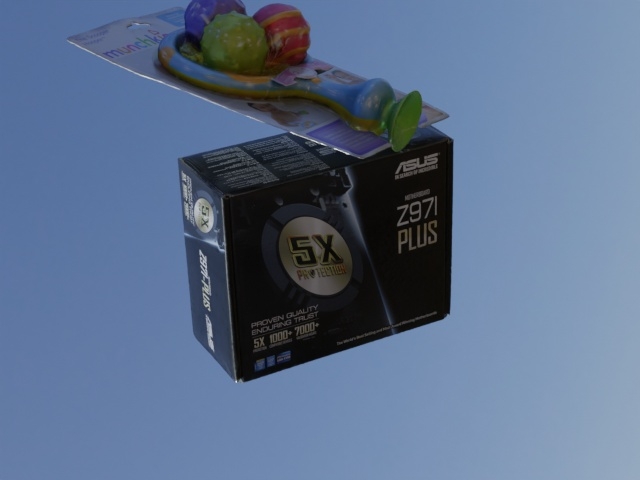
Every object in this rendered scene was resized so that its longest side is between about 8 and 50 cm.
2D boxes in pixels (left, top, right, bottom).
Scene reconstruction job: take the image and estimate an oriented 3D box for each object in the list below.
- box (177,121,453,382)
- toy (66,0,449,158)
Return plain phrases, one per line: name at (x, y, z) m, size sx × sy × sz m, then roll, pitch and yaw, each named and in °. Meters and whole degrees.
box at (0.000, 0.000, 0.986) m, size 0.180 × 0.077 × 0.147 m, roll -15°, pitch -60°, yaw -24°
toy at (-0.037, -0.130, 0.952) m, size 0.137 × 0.237 × 0.056 m, roll -30°, pitch -38°, yaw -55°
